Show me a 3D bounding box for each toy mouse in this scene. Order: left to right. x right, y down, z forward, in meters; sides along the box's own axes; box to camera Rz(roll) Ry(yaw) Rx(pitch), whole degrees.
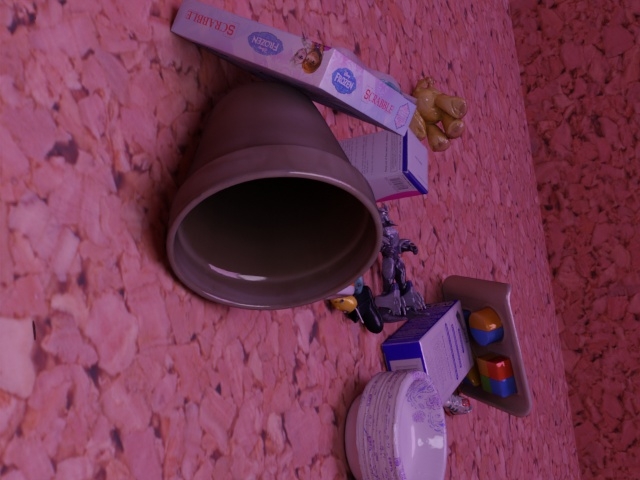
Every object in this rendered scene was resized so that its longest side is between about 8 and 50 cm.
[{"bbox_3d":[0.050,0.077,1.676,0.161,0.031,0.143,30,52,-33],"label":"toy mouse"}]

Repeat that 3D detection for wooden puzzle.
[{"bbox_3d":[0.426,0.280,2.154,0.080,0.322,0.348,-12,97,-20],"label":"wooden puzzle"}]

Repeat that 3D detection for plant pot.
[{"bbox_3d":[-0.079,-0.094,1.269,0.323,0.323,0.281,48,26,-46],"label":"plant pot"}]

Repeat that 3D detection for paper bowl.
[{"bbox_3d":[0.153,0.418,1.682,0.284,0.148,0.285,28,58,-58],"label":"paper bowl"}]

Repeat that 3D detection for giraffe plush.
[{"bbox_3d":[0.312,-0.367,2.235,0.210,0.181,0.170,41,23,-1],"label":"giraffe plush"}]

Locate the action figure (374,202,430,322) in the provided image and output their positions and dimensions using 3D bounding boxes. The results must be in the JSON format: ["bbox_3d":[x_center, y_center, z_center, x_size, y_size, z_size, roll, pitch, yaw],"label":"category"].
[{"bbox_3d":[0.171,0.048,1.882,0.185,0.099,0.285,-3,81,-53],"label":"action figure"}]

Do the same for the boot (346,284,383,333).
[{"bbox_3d":[0.092,0.158,1.753,0.099,0.045,0.121,-22,95,-64],"label":"boot"}]

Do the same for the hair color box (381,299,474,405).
[{"bbox_3d":[0.275,0.286,1.996,0.338,0.110,0.185,-25,103,-60],"label":"hair color box"}]

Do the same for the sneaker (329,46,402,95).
[{"bbox_3d":[0.090,-0.332,1.836,0.302,0.108,0.121,17,68,-51],"label":"sneaker"}]

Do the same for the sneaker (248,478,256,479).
[{"bbox_3d":[-0.089,0.429,1.280,0.258,0.094,0.091,-3,89,-61],"label":"sneaker"}]

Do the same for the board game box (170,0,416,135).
[{"bbox_3d":[-0.037,-0.292,1.365,0.318,0.318,0.066,13,102,-61],"label":"board game box"}]

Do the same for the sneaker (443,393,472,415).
[{"bbox_3d":[0.358,0.427,2.141,0.161,0.075,0.057,45,44,-48],"label":"sneaker"}]

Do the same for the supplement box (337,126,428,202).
[{"bbox_3d":[0.104,-0.148,1.677,0.111,0.219,0.114,38,49,-53],"label":"supplement box"}]

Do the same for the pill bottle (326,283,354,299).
[{"bbox_3d":[0.000,0.000,1.544,0.121,0.121,0.221,13,71,-60],"label":"pill bottle"}]
